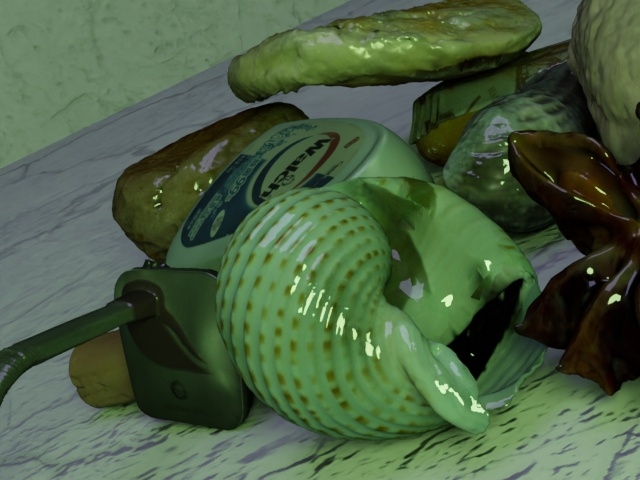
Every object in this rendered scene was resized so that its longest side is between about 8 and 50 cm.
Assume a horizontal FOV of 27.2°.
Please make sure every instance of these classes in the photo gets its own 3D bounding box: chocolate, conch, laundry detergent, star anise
[{"bbox_3d":[0.183,-0.080,1.074,0.110,0.110,0.248,-11,19,37],"label":"chocolate"},{"bbox_3d":[0.030,0.055,0.787,0.172,0.200,0.131,-14,-32,-40],"label":"conch"},{"bbox_3d":[0.000,0.000,1.054,0.215,0.105,0.280,-48,28,-12],"label":"laundry detergent"},{"bbox_3d":[0.194,0.010,0.710,0.190,0.126,0.220,-11,51,8],"label":"star anise"}]

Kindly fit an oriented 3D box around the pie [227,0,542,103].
[{"bbox_3d":[0.060,-0.196,1.333,0.339,0.077,0.339,-10,12,2],"label":"pie"}]

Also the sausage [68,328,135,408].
[{"bbox_3d":[-0.074,0.067,0.964,0.301,0.066,0.066,-19,14,41],"label":"sausage"}]

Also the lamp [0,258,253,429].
[{"bbox_3d":[-0.125,0.122,0.817,0.203,0.125,0.283,1,29,36],"label":"lamp"}]

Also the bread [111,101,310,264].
[{"bbox_3d":[-0.104,-0.052,1.362,0.230,0.123,0.230,-24,15,7],"label":"bread"}]

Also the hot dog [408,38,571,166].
[{"bbox_3d":[0.216,-0.144,1.287,0.270,0.082,0.162,-17,13,20],"label":"hot dog"}]

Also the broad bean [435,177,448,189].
[{"bbox_3d":[0.137,-0.044,1.138,0.083,0.045,0.063,-22,1,-27],"label":"broad bean"}]

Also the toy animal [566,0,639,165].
[{"bbox_3d":[0.295,-0.129,0.909,0.226,0.188,0.358,-12,29,8],"label":"toy animal"}]
